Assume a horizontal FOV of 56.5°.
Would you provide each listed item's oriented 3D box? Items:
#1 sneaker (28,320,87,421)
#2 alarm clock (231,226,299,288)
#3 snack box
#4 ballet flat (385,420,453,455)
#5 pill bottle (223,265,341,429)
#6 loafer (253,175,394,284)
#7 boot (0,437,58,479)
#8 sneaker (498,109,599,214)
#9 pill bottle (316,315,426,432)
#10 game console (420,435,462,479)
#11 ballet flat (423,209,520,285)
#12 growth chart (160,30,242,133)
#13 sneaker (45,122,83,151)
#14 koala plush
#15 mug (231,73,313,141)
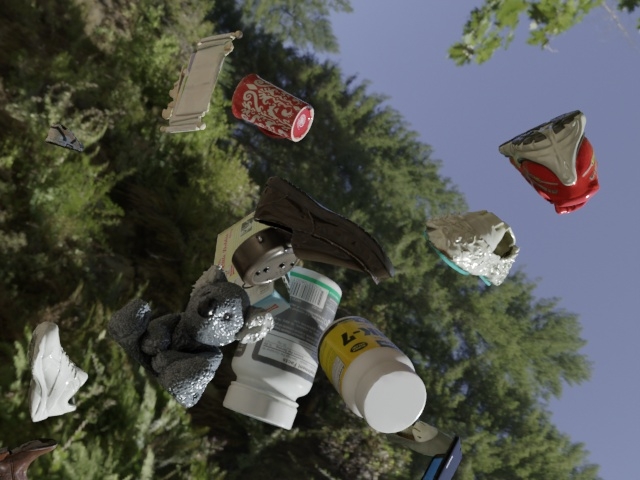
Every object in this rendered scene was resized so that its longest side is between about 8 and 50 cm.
[{"bbox_3d":[-0.556,0.271,1.265,0.090,0.115,0.232,45,-51,52],"label":"sneaker"},{"bbox_3d":[-0.103,0.043,1.123,0.064,0.129,0.192,60,-40,20],"label":"alarm clock"},{"bbox_3d":[-0.156,0.058,1.320,0.187,0.060,0.322,-30,-145,21],"label":"snack box"},{"bbox_3d":[0.225,0.461,1.426,0.072,0.068,0.213,-36,-164,-32],"label":"ballet flat"},{"bbox_3d":[-0.094,0.255,1.452,0.204,0.204,0.361,-5,-121,52],"label":"pill bottle"},{"bbox_3d":[0.000,0.000,0.797,0.220,0.080,0.078,34,-97,22],"label":"loafer"},{"bbox_3d":[-0.492,0.398,1.005,0.037,0.106,0.114,-150,-126,-73],"label":"boot"},{"bbox_3d":[0.302,-0.093,0.777,0.107,0.279,0.118,-24,-88,22],"label":"sneaker"},{"bbox_3d":[0.077,0.207,0.941,0.119,0.119,0.208,-63,-159,4],"label":"pill bottle"},{"bbox_3d":[0.240,0.474,1.244,0.071,0.107,0.122,11,-140,33],"label":"game console"},{"bbox_3d":[0.334,-0.001,1.261,0.147,0.409,0.147,-6,-102,26],"label":"ballet flat"},{"bbox_3d":[-0.260,-0.332,1.258,0.172,0.021,0.237,16,-95,43],"label":"growth chart"},{"bbox_3d":[-0.502,-0.204,1.185,0.109,0.040,0.044,23,78,-85],"label":"sneaker"},{"bbox_3d":[-0.210,0.155,1.039,0.196,0.203,0.221,37,-110,17],"label":"koala plush"},{"bbox_3d":[-0.103,-0.308,1.428,0.169,0.150,0.113,29,-87,20],"label":"mug"}]
